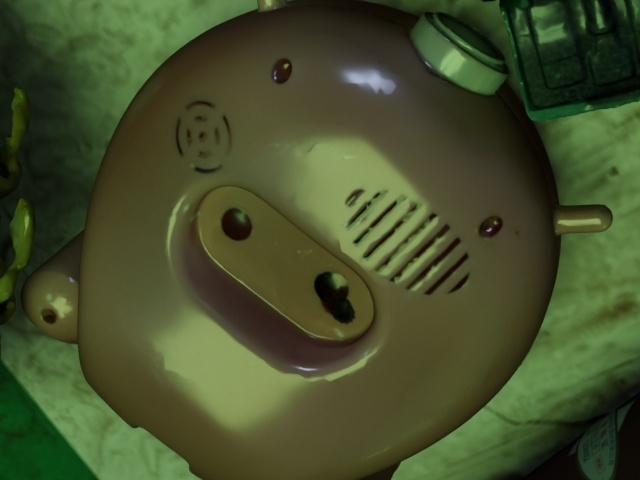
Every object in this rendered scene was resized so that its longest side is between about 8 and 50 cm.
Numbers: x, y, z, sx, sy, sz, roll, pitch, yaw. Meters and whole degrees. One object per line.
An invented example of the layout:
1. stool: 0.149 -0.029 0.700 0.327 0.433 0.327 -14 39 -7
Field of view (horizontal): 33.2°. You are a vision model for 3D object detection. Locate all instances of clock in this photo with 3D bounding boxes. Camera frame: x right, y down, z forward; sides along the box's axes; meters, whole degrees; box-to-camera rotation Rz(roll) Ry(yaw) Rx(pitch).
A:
1. clock: 0.000 0.000 0.509 0.227 0.142 0.241 38 119 0

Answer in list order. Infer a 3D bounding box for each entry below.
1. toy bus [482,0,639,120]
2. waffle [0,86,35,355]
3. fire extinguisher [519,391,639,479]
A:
1. toy bus: 0.083 -0.178 0.400 0.091 0.109 0.262 -10 113 18
2. waffle: -0.233 -0.002 0.593 0.262 0.060 0.280 -1 96 51
3. fire extinguisher: 0.183 0.110 0.510 0.337 0.114 0.135 -46 49 33
